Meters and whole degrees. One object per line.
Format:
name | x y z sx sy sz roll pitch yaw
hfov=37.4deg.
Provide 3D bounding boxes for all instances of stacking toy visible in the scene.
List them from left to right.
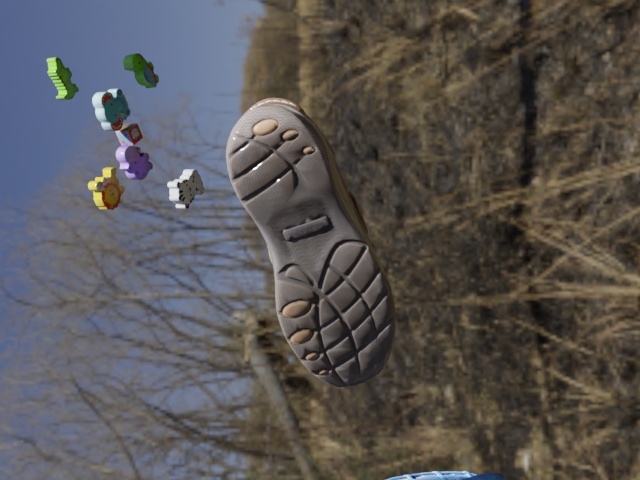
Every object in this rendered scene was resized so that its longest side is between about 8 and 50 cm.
stacking toy | -0.260 -0.137 1.228 0.052 0.167 0.221 -49 -50 -43

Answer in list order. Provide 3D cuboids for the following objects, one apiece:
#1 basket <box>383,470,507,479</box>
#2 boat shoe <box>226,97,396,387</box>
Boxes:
basket | 0.111 0.387 1.183 0.289 0.254 0.201 77 -178 -54
boat shoe | 0.000 0.000 0.969 0.116 0.123 0.324 -89 -16 -65
